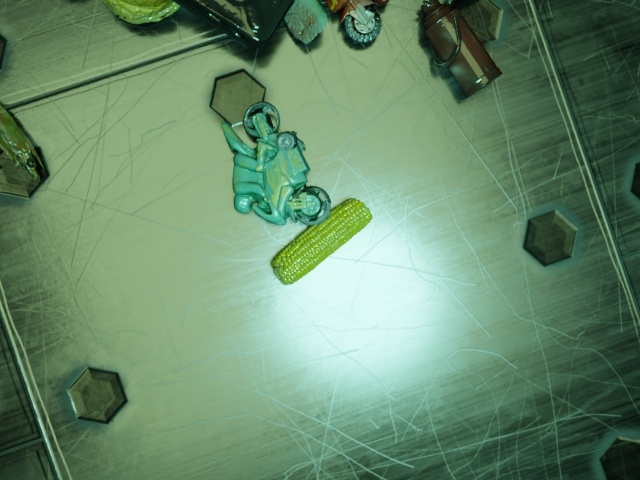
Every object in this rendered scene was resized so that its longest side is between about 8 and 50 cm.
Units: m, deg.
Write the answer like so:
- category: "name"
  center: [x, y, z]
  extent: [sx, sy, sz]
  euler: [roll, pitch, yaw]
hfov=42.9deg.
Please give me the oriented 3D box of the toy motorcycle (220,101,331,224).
- category: "toy motorcycle"
  center: [-0.112, -0.146, 1.756]
  extent: [0.198, 0.109, 0.296]
  euler: [-26, 84, 9]

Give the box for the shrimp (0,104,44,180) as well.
- category: "shrimp"
  center: [-0.700, -0.213, 1.739]
  extent: [0.249, 0.068, 0.150]
  euler: [39, 100, 3]

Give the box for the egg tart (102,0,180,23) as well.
- category: "egg tart"
  center: [-0.374, -0.564, 1.744]
  extent: [0.213, 0.090, 0.212]
  euler: [0, 89, -3]

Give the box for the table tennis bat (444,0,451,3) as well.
- category: "table tennis bat"
  center: [0.313, -0.564, 1.786]
  extent: [0.095, 0.014, 0.158]
  euler: [41, 56, -1]

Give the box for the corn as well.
- category: "corn"
  center: [0.000, 0.000, 1.764]
  extent: [0.248, 0.081, 0.081]
  euler: [-39, 92, -2]

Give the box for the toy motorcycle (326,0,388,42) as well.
- category: "toy motorcycle"
  center: [0.098, -0.585, 1.772]
  extent: [0.171, 0.089, 0.298]
  euler: [21, 88, -2]

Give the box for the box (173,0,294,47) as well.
- category: "box"
  center: [-0.175, -0.582, 1.696]
  extent: [0.290, 0.073, 0.288]
  euler: [32, 80, -6]

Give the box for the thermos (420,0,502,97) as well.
- category: "thermos"
  center: [0.298, -0.435, 1.783]
  extent: [0.124, 0.099, 0.232]
  euler: [-33, 90, -34]

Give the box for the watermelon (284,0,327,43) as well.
- category: "watermelon"
  center: [-0.044, -0.511, 1.777]
  extent: [0.094, 0.081, 0.180]
  euler: [-28, 75, 13]
